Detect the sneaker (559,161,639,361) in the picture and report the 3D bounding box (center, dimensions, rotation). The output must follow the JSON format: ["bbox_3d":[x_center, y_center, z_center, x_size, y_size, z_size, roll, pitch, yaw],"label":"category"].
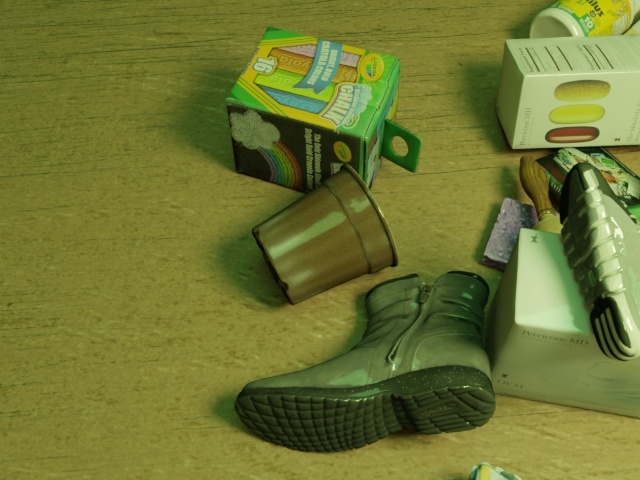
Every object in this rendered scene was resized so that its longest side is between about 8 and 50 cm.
[{"bbox_3d":[0.353,0.017,0.814,0.132,0.086,0.229,-4,69,-7],"label":"sneaker"}]

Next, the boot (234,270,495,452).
[{"bbox_3d":[0.064,0.154,0.985,0.337,0.118,0.223,-6,40,10],"label":"boot"}]

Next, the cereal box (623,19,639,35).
[{"bbox_3d":[0.673,-0.369,1.340,0.173,0.047,0.240,38,65,22],"label":"cereal box"}]

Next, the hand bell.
[{"bbox_3d":[0.329,-0.041,1.080,0.126,0.126,0.242,-3,46,-1],"label":"hand bell"}]

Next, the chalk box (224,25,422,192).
[{"bbox_3d":[0.023,-0.186,1.156,0.288,0.180,0.179,17,59,10],"label":"chalk box"}]

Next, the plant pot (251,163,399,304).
[{"bbox_3d":[0.000,0.000,1.054,0.165,0.167,0.167,-27,60,-7],"label":"plant pot"}]

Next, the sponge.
[{"bbox_3d":[0.360,0.016,1.106,0.210,0.031,0.117,19,60,13],"label":"sponge"}]

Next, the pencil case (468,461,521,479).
[{"bbox_3d":[0.290,0.352,0.842,0.272,0.114,0.124,16,39,11],"label":"pencil case"}]

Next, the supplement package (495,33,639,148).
[{"bbox_3d":[0.425,-0.242,1.193,0.243,0.139,0.134,-3,39,0],"label":"supplement package"}]

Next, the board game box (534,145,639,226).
[{"bbox_3d":[0.458,-0.055,1.127,0.136,0.030,0.260,-19,53,-25],"label":"board game box"}]

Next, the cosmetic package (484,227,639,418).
[{"bbox_3d":[0.338,0.112,0.929,0.223,0.225,0.138,8,57,7],"label":"cosmetic package"}]

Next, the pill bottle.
[{"bbox_3d":[0.487,-0.403,1.324,0.208,0.118,0.117,-35,63,-20],"label":"pill bottle"}]
